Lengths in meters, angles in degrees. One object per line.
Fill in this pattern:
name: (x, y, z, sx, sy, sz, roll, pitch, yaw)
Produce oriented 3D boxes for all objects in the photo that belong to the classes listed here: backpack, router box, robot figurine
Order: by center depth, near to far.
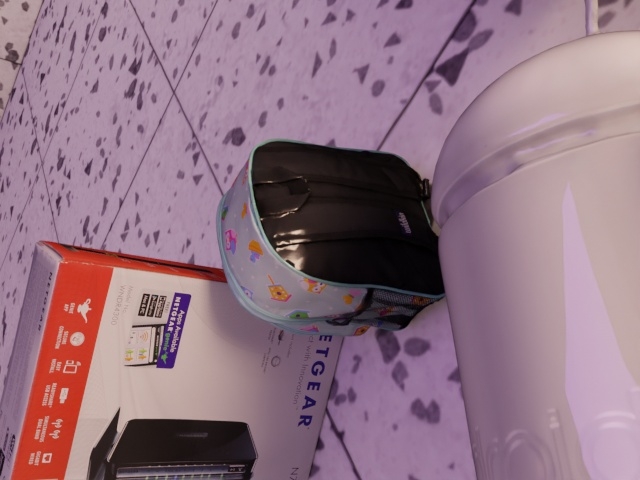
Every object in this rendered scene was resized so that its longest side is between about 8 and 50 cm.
robot figurine: (0.171, 0.037, 0.392, 0.300, 0.200, 0.353, 109, 157, -65)
backpack: (0.000, 0.000, 0.641, 0.144, 0.188, 0.165, -40, 52, 41)
router box: (-0.145, 0.188, 0.691, 0.082, 0.301, 0.335, 18, 96, 54)
